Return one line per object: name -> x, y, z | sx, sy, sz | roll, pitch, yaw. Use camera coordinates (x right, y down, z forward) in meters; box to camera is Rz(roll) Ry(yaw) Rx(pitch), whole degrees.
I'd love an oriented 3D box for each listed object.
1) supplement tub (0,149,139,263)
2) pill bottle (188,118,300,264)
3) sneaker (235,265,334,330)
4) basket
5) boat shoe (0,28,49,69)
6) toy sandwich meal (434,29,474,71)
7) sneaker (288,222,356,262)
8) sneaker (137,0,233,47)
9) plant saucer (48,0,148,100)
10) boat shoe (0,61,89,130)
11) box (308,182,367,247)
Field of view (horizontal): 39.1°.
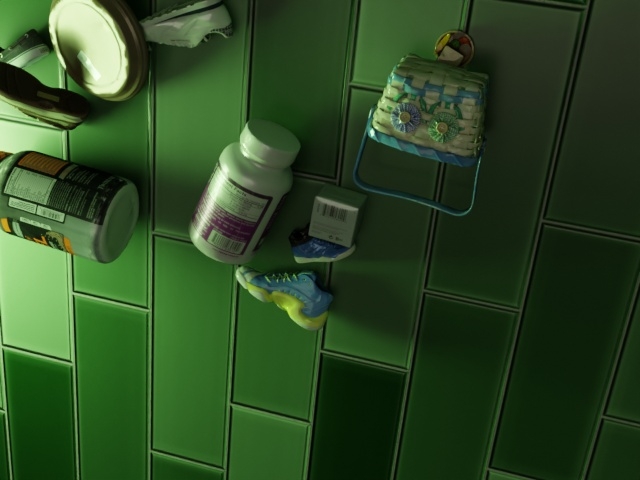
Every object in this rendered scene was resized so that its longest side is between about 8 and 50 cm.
supplement tub -> -0.612, -0.086, 2.089 | 0.338, 0.207, 0.207 | 17, 118, 10
pill bottle -> -0.161, -0.108, 1.961 | 0.169, 0.169, 0.301 | 31, 119, 2
sneaker -> -0.073, 0.101, 2.091 | 0.240, 0.091, 0.126 | 33, 101, 1
basket -> 0.204, -0.205, 1.784 | 0.255, 0.201, 0.289 | 15, 124, 11
boat shoe -> -0.724, -0.414, 2.049 | 0.228, 0.080, 0.076 | -20, 100, 23
toy sandwich meal -> 0.263, -0.374, 1.785 | 0.086, 0.029, 0.085 | 7, 116, 14
sneaker -> 0.000, 0.001, 2.023 | 0.152, 0.058, 0.084 | -6, 121, 27
sneaker -> -0.300, -0.446, 1.900 | 0.235, 0.090, 0.095 | -9, 120, 22
plant saucer -> -0.487, -0.426, 1.941 | 0.278, 0.041, 0.278 | 20, 129, 26
boat shoe -> -0.658, -0.313, 2.028 | 0.257, 0.095, 0.095 | 24, 142, -21
box -> 0.038, -0.056, 1.969 | 0.101, 0.087, 0.102 | 17, 118, 9
